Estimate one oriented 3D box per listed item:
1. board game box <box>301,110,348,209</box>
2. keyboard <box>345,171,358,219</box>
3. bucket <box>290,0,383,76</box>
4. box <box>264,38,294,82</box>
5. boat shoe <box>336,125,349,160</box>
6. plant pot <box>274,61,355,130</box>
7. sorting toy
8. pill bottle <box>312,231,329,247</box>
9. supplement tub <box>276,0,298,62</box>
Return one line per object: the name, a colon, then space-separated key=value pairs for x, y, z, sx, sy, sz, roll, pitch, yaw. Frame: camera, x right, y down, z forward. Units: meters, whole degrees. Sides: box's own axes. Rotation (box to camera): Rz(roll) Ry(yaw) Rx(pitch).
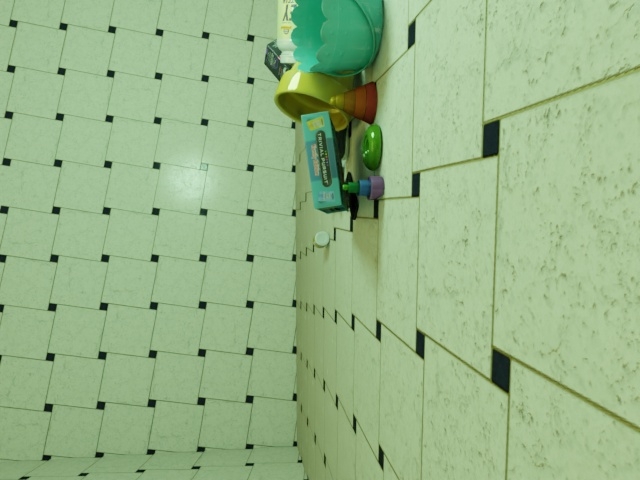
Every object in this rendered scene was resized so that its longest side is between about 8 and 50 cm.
board game box: x=0.021 y=-0.215 z=1.494 sx=0.336 sy=0.079 sz=0.254 roll=-10 pitch=-88 yaw=-84
keyboard: x=0.092 y=-0.143 z=1.700 sx=0.192 sy=0.038 sz=0.100 roll=-98 pitch=11 yaw=-47
bucket: x=0.041 y=-0.599 z=1.398 sx=0.281 sy=0.183 sz=0.281 roll=175 pitch=90 yaw=-71
box: x=-0.122 y=-0.805 z=2.349 sx=0.270 sy=0.143 sz=0.165 roll=51 pitch=163 yaw=4
boat shoe: x=0.048 y=-0.409 z=1.771 sx=0.095 sy=0.079 sz=0.254 roll=9 pitch=101 yaw=58
plant pot: x=0.006 y=-0.517 z=1.621 sx=0.254 sy=0.254 sz=0.239 roll=142 pitch=147 yaw=-80
sorting toy: x=0.094 y=-0.279 z=1.386 sx=0.127 sy=0.126 sz=0.365 roll=111 pitch=159 yaw=-67
pill bottle: x=0.000 y=0.000 z=2.223 sx=0.116 sy=0.065 sz=0.065 roll=135 pitch=135 yaw=-77
supplement tub: x=-0.067 y=-0.916 z=2.121 sx=0.235 sy=0.235 sz=0.325 roll=-114 pitch=25 yaw=-70
